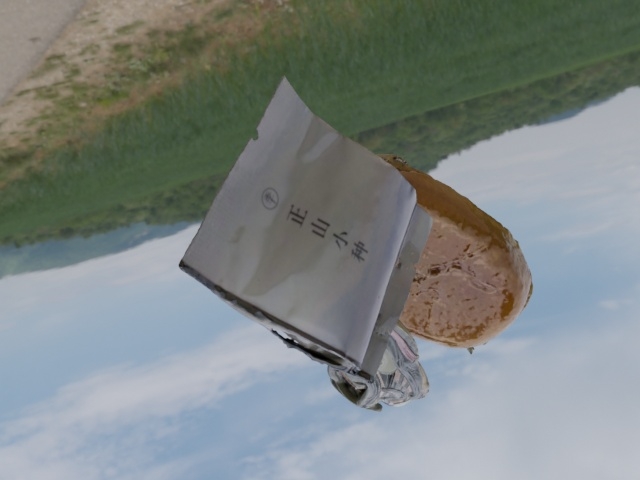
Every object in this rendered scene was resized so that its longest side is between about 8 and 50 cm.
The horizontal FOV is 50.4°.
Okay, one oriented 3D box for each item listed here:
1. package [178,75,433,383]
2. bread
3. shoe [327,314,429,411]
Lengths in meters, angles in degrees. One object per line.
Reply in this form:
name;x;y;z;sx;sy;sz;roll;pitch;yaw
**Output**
package;0.000;0.000;0.651;0.062;0.251;0.203;-1;-121;50
bread;0.136;0.013;1.028;0.389;0.236;0.183;24;-168;-15
shoe;0.061;0.151;0.771;0.092;0.180;0.089;-37;-128;-16
